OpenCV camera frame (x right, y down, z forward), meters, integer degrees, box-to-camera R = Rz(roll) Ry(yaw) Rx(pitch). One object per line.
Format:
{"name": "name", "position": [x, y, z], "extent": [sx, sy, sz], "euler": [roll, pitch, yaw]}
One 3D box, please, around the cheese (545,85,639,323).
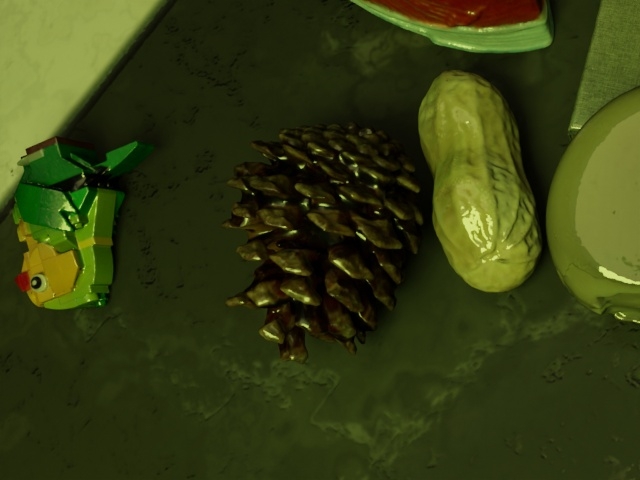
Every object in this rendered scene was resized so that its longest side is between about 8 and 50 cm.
{"name": "cheese", "position": [0.269, -0.034, 0.997], "extent": [0.175, 0.091, 0.203], "euler": [11, 87, 20]}

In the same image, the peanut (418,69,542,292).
{"name": "peanut", "position": [0.135, -0.056, 1.102], "extent": [0.090, 0.098, 0.214], "euler": [-38, 50, 41]}

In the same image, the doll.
{"name": "doll", "position": [-0.252, -0.019, 1.295], "extent": [0.134, 0.106, 0.186], "euler": [11, 92, 18]}

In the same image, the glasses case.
{"name": "glasses case", "position": [0.275, -0.176, 1.104], "extent": [0.070, 0.047, 0.205], "euler": [11, 75, 21]}

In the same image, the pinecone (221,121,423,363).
{"name": "pinecone", "position": [0.003, -0.003, 1.109], "extent": [0.179, 0.184, 0.205], "euler": [18, 109, 21]}

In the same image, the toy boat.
{"name": "toy boat", "position": [0.084, -0.277, 1.215], "extent": [0.332, 0.133, 0.145], "euler": [33, 82, 24]}
